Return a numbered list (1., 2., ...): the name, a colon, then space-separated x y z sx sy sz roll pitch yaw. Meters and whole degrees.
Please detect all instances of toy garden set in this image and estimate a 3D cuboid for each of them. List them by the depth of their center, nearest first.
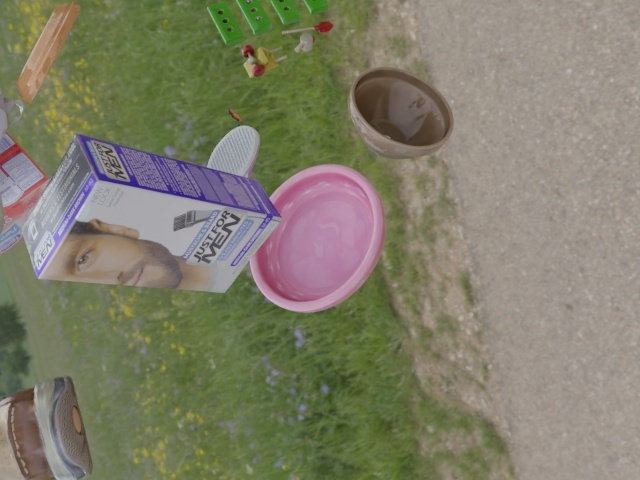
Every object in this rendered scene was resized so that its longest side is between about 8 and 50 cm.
1. toy garden set: -0.095 -0.464 1.451 0.204 0.244 0.049 62 168 21

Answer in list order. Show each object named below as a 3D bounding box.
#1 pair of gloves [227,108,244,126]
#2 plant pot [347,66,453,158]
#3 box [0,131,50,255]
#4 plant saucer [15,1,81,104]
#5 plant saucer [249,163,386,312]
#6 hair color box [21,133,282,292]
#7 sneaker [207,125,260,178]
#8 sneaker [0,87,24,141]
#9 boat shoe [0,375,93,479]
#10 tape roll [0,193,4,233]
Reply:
1. pair of gloves: -0.207 -0.304 1.711 0.083 0.010 0.074 56 -169 12
2. plant pot: 0.161 -0.259 1.454 0.237 0.237 0.110 61 149 21
3. box: -0.696 -0.056 1.354 0.154 0.300 0.142 44 163 11
4. plant saucer: -0.484 -0.336 1.169 0.200 0.037 0.200 -39 36 37
5. plant saucer: 0.000 0.000 1.440 0.084 0.332 0.332 33 -166 -51
6. hair color box: -0.243 -0.025 1.006 0.185 0.338 0.110 -50 53 24
7. sneaker: -0.209 -0.150 1.653 0.102 0.161 0.282 36 106 22
8. sneaker: -0.726 -0.270 1.190 0.137 0.210 0.366 13 157 50
9. boat shoe: -0.312 0.210 0.701 0.123 0.116 0.324 69 156 14
10. tape roll: -0.480 -0.116 0.762 0.286 0.100 0.286 158 90 -82
